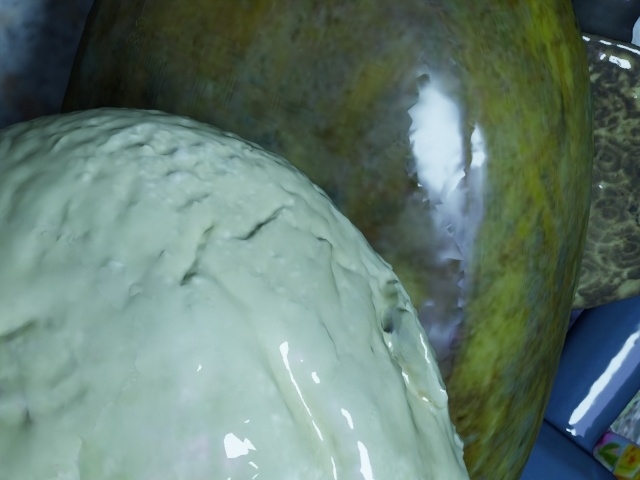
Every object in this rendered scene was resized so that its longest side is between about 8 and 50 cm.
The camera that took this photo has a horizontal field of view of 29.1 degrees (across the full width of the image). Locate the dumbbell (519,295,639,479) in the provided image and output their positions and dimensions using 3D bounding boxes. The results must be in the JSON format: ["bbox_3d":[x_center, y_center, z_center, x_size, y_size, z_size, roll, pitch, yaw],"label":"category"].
[{"bbox_3d":[0.199,0.059,0.801,0.324,0.160,0.144,-53,162,-3],"label":"dumbbell"}]

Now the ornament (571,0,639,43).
[{"bbox_3d":[0.059,-0.211,0.603,0.261,0.106,0.251,-1,123,-24],"label":"ornament"}]

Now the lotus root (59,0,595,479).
[{"bbox_3d":[0.000,0.000,0.549,0.251,0.250,0.346,-9,120,-34],"label":"lotus root"}]

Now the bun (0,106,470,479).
[{"bbox_3d":[-0.072,0.081,0.397,0.153,0.244,0.243,-40,141,-63],"label":"bun"}]

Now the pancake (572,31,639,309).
[{"bbox_3d":[0.126,-0.033,0.686,0.199,0.021,0.199,3,127,4],"label":"pancake"}]

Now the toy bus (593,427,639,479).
[{"bbox_3d":[0.168,0.270,0.896,0.274,0.112,0.090,-54,132,-4],"label":"toy bus"}]
